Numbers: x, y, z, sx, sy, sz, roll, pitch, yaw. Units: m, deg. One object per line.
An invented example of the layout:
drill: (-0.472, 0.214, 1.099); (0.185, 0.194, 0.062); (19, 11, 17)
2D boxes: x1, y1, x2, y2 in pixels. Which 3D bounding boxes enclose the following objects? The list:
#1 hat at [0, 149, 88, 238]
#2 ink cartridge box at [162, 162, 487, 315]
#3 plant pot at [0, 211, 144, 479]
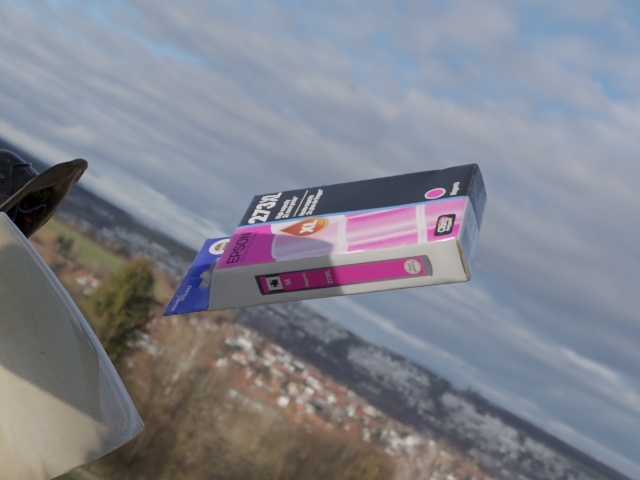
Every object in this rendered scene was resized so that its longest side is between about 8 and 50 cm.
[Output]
hat: (-0.523, -0.052, 1.747); (0.134, 0.331, 0.331); (46, -4, -1)
ink cartridge box: (0.000, 0.000, 1.310); (0.371, 0.175, 0.069); (-10, -62, 20)
plant pot: (-0.358, 0.118, 1.215); (0.256, 0.257, 0.274); (-179, -111, -83)
